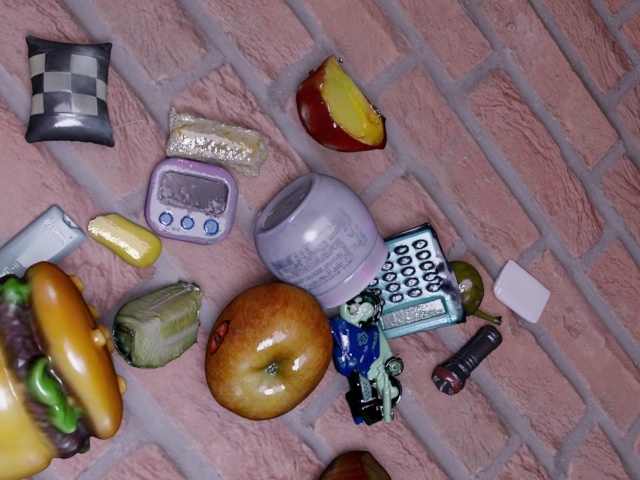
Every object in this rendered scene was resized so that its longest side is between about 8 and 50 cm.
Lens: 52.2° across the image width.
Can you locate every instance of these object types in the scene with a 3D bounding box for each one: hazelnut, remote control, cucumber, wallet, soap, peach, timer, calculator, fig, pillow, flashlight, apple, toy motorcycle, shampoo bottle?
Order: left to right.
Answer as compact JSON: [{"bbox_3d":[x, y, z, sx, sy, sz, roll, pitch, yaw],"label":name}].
[{"bbox_3d":[-0.644,0.052,1.392,0.103,0.051,0.293,48,68,-11],"label":"remote control"},{"bbox_3d":[-0.550,-0.328,1.441,0.186,0.106,0.249,1,80,-24],"label":"pillow"},{"bbox_3d":[-0.443,-0.005,1.491,0.168,0.033,0.089,38,70,-15],"label":"soap"},{"bbox_3d":[-0.353,0.184,1.372,0.105,0.325,0.145,8,99,10],"label":"cucumber"},{"bbox_3d":[-0.303,-0.090,1.541,0.209,0.069,0.190,12,80,-20],"label":"timer"},{"bbox_3d":[-0.117,0.256,1.453,0.278,0.250,0.309,16,119,-2],"label":"apple"},{"bbox_3d":[0.000,0.000,1.550,0.266,0.273,0.273,48,69,-22],"label":"shampoo bottle"},{"bbox_3d":[0.042,-0.308,1.665,0.267,0.154,0.158,45,61,-23],"label":"peach"},{"bbox_3d":[0.076,0.629,1.562,0.230,0.229,0.229,3,84,-23],"label":"hazelnut"},{"bbox_3d":[0.093,0.293,1.618,0.197,0.125,0.330,-16,98,-14],"label":"toy motorcycle"},{"bbox_3d":[0.221,0.113,1.680,0.249,0.058,0.273,-17,92,12],"label":"calculator"},{"bbox_3d":[0.401,0.157,1.797,0.259,0.151,0.151,36,70,-42],"label":"fig"},{"bbox_3d":[0.407,0.323,1.794,0.232,0.093,0.093,-37,99,-27],"label":"flashlight"},{"bbox_3d":[0.586,0.151,1.912,0.183,0.032,0.124,36,72,-14],"label":"wallet"}]

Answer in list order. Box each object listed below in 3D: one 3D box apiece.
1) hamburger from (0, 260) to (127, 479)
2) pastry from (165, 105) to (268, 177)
[{"bbox_3d":[-0.530,0.246,1.242,0.278,0.396,0.395,-23,94,-21],"label":"hamburger"},{"bbox_3d":[-0.246,-0.228,1.574,0.259,0.089,0.121,15,91,-18],"label":"pastry"}]
